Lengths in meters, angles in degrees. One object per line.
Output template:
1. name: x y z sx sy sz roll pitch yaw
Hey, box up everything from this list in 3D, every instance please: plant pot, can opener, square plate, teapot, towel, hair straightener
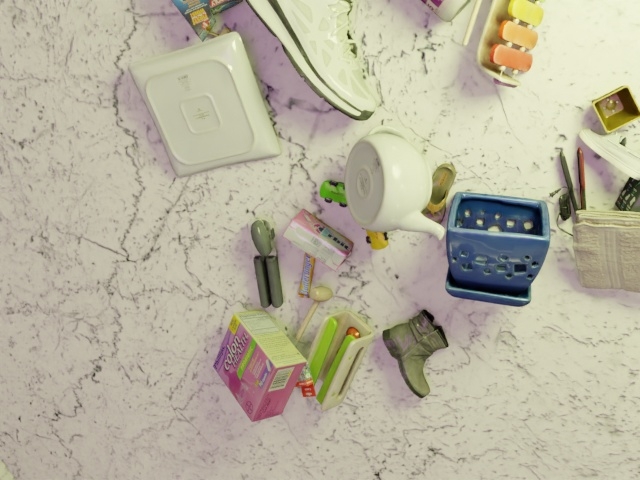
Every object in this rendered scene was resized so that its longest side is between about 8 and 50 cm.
1. plant pot: 0.674 -0.305 1.374 0.082 0.083 0.081 -28 100 22
2. plant pot: 0.430 0.025 1.487 0.236 0.236 0.212 8 118 14
3. can opener: -0.167 0.074 1.739 0.076 0.095 0.283 -1 108 17
4. square plate: -0.319 -0.348 1.622 0.348 0.049 0.343 -9 117 20
5. teapot: 0.183 -0.144 1.449 0.187 0.252 0.255 -5 105 -24
6. towel: 0.705 0.034 1.418 0.187 0.049 0.282 5 143 34
7. hair straightener: 0.613 -0.113 1.488 0.089 0.047 0.230 -7 111 18

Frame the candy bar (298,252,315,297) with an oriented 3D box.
1. candy bar: -0.038 0.097 1.754 0.040 0.018 0.161 14 111 11

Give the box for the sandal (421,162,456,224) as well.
1. sandal: 0.304 -0.114 1.565 0.072 0.049 0.180 20 113 8

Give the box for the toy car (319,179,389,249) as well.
1. toy car: 0.110 -0.113 1.619 0.225 0.053 0.238 20 112 9

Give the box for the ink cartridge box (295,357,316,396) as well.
1. ink cartridge box: -0.055 0.405 1.753 0.063 0.029 0.115 -19 83 45

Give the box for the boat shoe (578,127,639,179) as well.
1. boat shoe: 0.678 -0.214 1.376 0.066 0.184 0.063 9 125 -36

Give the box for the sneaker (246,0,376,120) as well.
1. sneaker: 0.037 -0.519 1.429 0.258 0.169 0.447 -38 93 26

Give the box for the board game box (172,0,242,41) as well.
1. board game box: -0.297 -0.622 1.525 0.194 0.060 0.194 -22 95 1

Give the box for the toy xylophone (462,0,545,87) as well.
1. toy xylophone: 0.419 -0.499 1.310 0.081 0.236 0.322 27 120 35

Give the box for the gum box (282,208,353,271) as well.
1. gum box: 0.000 0.000 1.659 0.188 0.107 0.062 34 115 2

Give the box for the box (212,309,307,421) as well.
1. box: -0.186 0.366 1.775 0.243 0.117 0.213 45 121 37

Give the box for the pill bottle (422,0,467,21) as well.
1. pill bottle: 0.232 -0.648 1.329 0.301 0.169 0.169 43 114 -2

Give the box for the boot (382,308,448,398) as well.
1. boot: 0.298 0.328 1.713 0.161 0.083 0.246 -27 102 17

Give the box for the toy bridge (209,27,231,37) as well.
1. toy bridge: -0.322 -0.596 1.580 0.188 0.026 0.063 45 115 -3

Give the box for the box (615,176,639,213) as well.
1. box: 0.821 -0.152 1.355 0.165 0.143 0.270 22 113 7

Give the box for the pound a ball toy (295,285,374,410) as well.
1. pound a ball toy: 0.032 0.308 1.767 0.208 0.136 0.319 39 122 33
